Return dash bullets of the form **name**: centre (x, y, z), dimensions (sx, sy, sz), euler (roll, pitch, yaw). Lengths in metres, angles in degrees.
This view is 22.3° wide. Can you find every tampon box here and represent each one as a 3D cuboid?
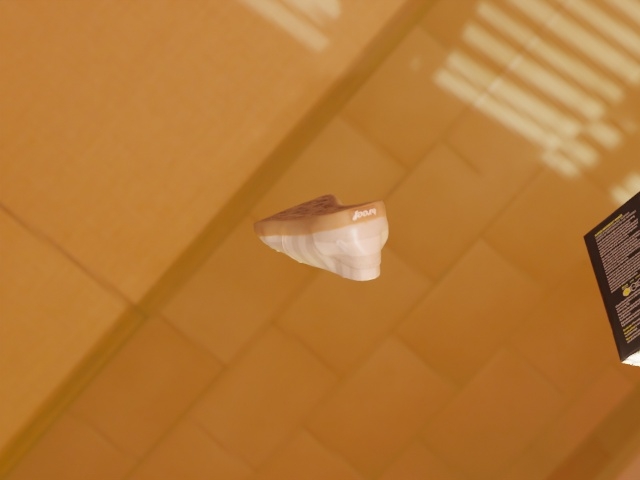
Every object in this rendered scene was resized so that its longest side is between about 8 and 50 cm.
- **tampon box**: centre (0.373, 0.046, 1.732), dimensions (0.120, 0.101, 0.161), euler (13, 51, -32)

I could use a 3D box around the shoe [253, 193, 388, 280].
- **shoe**: centre (0.000, 0.000, 1.333), dimensions (0.219, 0.076, 0.058), euler (-175, -113, -72)
